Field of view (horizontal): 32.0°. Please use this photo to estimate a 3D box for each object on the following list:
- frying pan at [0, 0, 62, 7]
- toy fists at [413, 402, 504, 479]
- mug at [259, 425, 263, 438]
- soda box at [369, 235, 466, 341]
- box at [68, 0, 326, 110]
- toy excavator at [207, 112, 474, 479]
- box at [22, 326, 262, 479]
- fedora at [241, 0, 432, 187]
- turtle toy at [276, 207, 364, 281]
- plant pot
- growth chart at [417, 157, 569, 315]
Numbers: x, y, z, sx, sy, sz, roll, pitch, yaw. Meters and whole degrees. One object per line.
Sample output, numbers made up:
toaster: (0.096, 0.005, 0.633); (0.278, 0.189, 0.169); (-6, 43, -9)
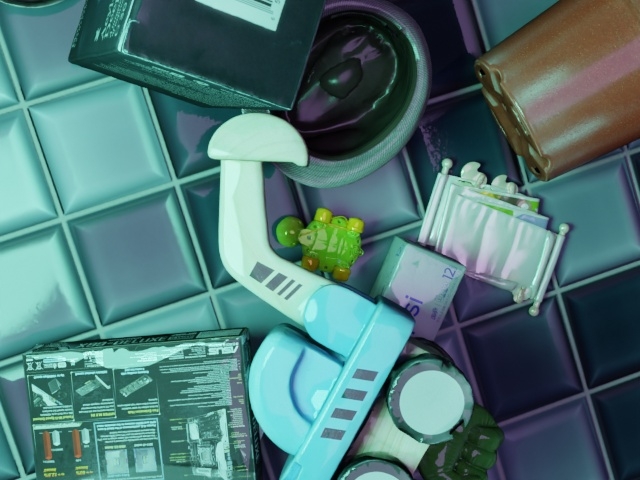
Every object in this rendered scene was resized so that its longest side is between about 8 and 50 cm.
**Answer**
frying pan: (-0.457, -0.399, 1.497); (0.326, 0.053, 0.197); (-12, 96, -9)
toy fists: (0.151, 0.353, 1.636); (0.279, 0.096, 0.142); (-44, 101, -6)
mug: (-0.107, 0.250, 1.610); (0.064, 0.078, 0.062); (20, 123, -2)
soda box: (0.101, 0.143, 1.606); (0.098, 0.091, 0.286); (22, 94, -10)
box: (-0.145, -0.330, 1.370); (0.212, 0.395, 0.294); (17, 90, -21)
toy excavator: (-0.013, 0.107, 1.448); (0.445, 0.222, 0.433); (28, 93, -1)
box: (-0.241, 0.255, 1.540); (0.307, 0.076, 0.243); (-6, 95, 3)
fedora: (0.021, -0.213, 1.557); (0.243, 0.124, 0.275); (38, 93, -9)
turtle toy: (0.000, 0.000, 1.599); (0.130, 0.066, 0.095); (17, 91, -10)
plant pot: (0.377, -0.232, 1.562); (0.265, 0.272, 0.272); (-30, 98, 1)
growth chart: (0.259, -0.010, 1.666); (0.237, 0.021, 0.172); (26, 89, -11)
